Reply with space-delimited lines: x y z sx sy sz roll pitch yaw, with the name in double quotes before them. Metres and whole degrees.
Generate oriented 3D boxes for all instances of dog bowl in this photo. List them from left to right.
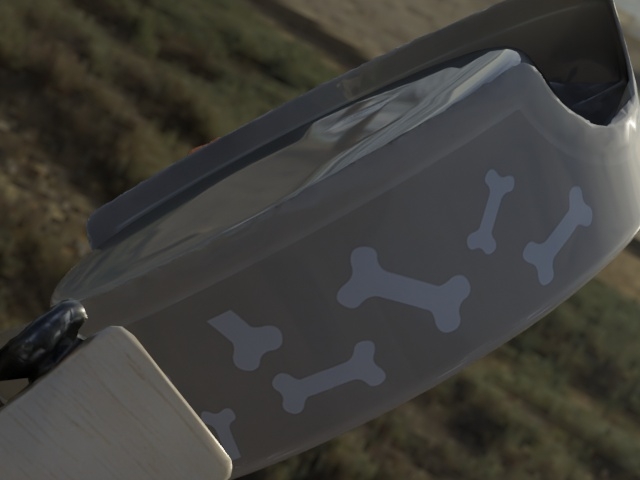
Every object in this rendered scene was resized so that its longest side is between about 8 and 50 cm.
"dog bowl" 0.000 0.000 0.909 0.102 0.349 0.349 62 15 -10

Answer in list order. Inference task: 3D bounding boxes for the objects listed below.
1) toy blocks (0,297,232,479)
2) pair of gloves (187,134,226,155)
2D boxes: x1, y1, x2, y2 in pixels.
"toy blocks" -0.092 0.229 0.468 0.309 0.288 0.260 53 -23 -4
"pair of gloves" -0.073 -0.032 1.162 0.010 0.083 0.074 44 -28 -22
